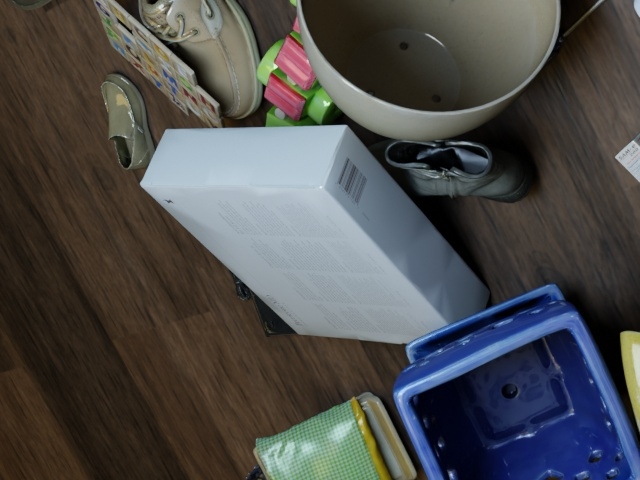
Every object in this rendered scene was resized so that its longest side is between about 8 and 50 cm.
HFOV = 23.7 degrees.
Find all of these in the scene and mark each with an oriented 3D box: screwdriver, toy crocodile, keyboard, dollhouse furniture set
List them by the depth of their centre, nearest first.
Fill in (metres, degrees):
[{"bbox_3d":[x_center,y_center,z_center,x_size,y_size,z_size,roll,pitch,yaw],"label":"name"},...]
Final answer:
[{"bbox_3d":[0.278,-0.239,1.698,0.025,0.024,0.170,26,135,-15],"label":"screwdriver"},{"bbox_3d":[-0.007,-0.236,1.867,0.115,0.105,0.341,38,133,13],"label":"toy crocodile"},{"bbox_3d":[0.057,0.386,2.117,0.197,0.151,0.302,-27,99,0],"label":"dollhouse furniture set"},{"bbox_3d":[-0.082,0.054,2.171,0.108,0.023,0.180,-7,111,34],"label":"keyboard"}]

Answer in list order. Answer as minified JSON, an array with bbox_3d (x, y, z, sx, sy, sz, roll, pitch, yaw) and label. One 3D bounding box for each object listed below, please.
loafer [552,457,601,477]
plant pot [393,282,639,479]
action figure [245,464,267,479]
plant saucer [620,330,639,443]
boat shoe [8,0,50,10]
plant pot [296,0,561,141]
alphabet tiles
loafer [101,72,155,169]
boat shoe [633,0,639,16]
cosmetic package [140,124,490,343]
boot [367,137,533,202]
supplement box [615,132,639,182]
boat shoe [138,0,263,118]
[{"bbox_3d":[0.263,0.235,1.957,0.251,0.094,0.087,6,124,36],"label":"loafer"},{"bbox_3d":[0.230,0.196,1.794,0.236,0.212,0.236,-24,103,8],"label":"plant pot"},{"bbox_3d":[-0.013,0.462,2.292,0.275,0.141,0.164,37,122,16],"label":"action figure"},{"bbox_3d":[0.492,0.266,1.716,0.332,0.081,0.333,17,150,30],"label":"plant saucer"},{"bbox_3d":[-0.332,-0.426,2.013,0.110,0.104,0.307,41,134,-2],"label":"boat shoe"},{"bbox_3d":[0.106,-0.221,1.698,0.284,0.284,0.191,40,158,11],"label":"plant pot"},{"bbox_3d":[-0.212,-0.229,2.021,0.237,0.009,0.198,43,168,14],"label":"alphabet tiles"},{"bbox_3d":[-0.277,-0.165,2.166,0.056,0.050,0.148,-5,113,40],"label":"loafer"},{"bbox_3d":[0.463,-0.190,1.518,0.306,0.113,0.105,36,127,11],"label":"boat shoe"},{"bbox_3d":[0.000,0.000,1.895,0.284,0.097,0.377,0,148,36],"label":"cosmetic package"},{"bbox_3d":[0.118,-0.097,1.808,0.246,0.161,0.083,4,84,32],"label":"boot"},{"bbox_3d":[0.382,-0.079,1.686,0.098,0.062,0.036,47,137,6],"label":"supplement box"},{"bbox_3d":[-0.187,-0.301,1.965,0.121,0.110,0.341,-13,108,43],"label":"boat shoe"}]
